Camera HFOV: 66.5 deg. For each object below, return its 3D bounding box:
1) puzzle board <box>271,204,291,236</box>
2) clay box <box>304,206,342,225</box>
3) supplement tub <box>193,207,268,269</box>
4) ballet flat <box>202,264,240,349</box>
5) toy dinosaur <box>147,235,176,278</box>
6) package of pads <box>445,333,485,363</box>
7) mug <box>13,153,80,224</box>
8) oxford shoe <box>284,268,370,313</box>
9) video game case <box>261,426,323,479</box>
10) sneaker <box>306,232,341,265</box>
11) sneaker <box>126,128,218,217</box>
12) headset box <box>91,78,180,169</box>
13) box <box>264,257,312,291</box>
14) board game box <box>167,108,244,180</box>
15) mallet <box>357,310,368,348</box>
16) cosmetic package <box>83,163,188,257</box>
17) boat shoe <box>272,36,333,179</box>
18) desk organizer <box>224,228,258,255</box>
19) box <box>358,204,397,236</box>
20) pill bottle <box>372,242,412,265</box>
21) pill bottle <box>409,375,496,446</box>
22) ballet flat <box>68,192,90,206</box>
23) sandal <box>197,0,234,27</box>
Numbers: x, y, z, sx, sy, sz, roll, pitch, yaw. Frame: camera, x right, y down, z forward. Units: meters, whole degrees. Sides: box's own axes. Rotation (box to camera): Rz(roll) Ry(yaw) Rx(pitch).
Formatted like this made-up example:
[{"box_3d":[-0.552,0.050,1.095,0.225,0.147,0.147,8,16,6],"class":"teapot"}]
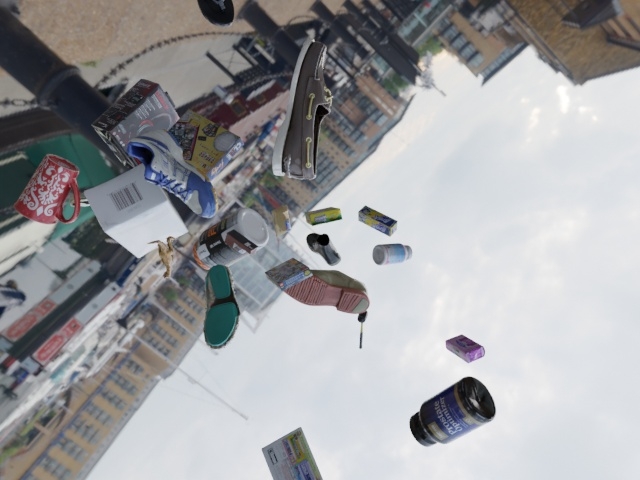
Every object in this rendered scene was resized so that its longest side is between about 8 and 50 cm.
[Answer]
[{"box_3d":[-0.182,-0.092,2.265,0.011,0.128,0.096,8,-154,41],"class":"puzzle board"},{"box_3d":[0.012,-0.101,2.026,0.128,0.053,0.222,-13,-173,-8],"class":"clay box"},{"box_3d":[-0.398,0.003,2.134,0.316,0.193,0.193,-28,-162,29],"class":"supplement tub"},{"box_3d":[-0.230,0.163,1.158,0.077,0.091,0.240,85,-3,-49],"class":"ballet flat"},{"box_3d":[-0.482,0.034,1.521,0.211,0.064,0.112,90,-13,-48],"class":"toy dinosaur"},{"box_3d":[0.327,0.243,1.106,0.050,0.031,0.083,-18,-164,-17],"class":"package of pads"},{"box_3d":[-0.735,-0.137,1.359,0.169,0.150,0.113,-58,-149,8],"class":"mug"},{"box_3d":[0.005,0.179,1.968,0.146,0.398,0.140,-86,-160,-57],"class":"oxford shoe"},{"box_3d":[-0.103,0.834,1.816,0.194,0.212,0.023,-11,161,-45],"class":"video game case"},{"box_3d":[0.000,0.000,1.938,0.083,0.118,0.222,-36,-140,-13],"class":"sneaker"},{"box_3d":[-0.397,-0.163,1.296,0.131,0.296,0.111,-29,162,-47],"class":"sneaker"},{"box_3d":[-0.657,-0.436,1.817,0.293,0.110,0.218,-54,149,-23],"class":"headset box"},{"box_3d":[-0.089,0.090,1.327,0.094,0.027,0.137,-27,-162,-16],"class":"box"},{"box_3d":[-0.392,-0.314,1.585,0.165,0.243,0.042,-51,155,-13],"class":"board game box"},{"box_3d":[0.183,0.387,2.136,0.062,0.039,0.189,-59,153,-54],"class":"mallet"},{"box_3d":[-0.602,-0.088,1.650,0.217,0.156,0.385,-29,172,-13],"class":"cosmetic package"},{"box_3d":[-0.025,-0.294,1.095,0.116,0.097,0.323,64,38,-79],"class":"boat shoe"},{"box_3d":[-0.314,0.015,1.932,0.047,0.130,0.050,-35,154,-52],"class":"desk organizer"},{"box_3d":[0.242,-0.083,2.074,0.054,0.169,0.059,-44,147,-30],"class":"box"},{"box_3d":[0.297,0.055,2.003,0.160,0.087,0.087,-3,161,-34],"class":"pill bottle"},{"box_3d":[0.340,0.458,1.286,0.219,0.123,0.122,-48,-172,35],"class":"pill bottle"},{"box_3d":[-0.836,-0.149,1.803,0.057,0.169,0.052,99,-20,-51],"class":"ballet flat"},{"box_3d":[-0.316,-0.737,1.390,0.097,0.254,0.054,-20,-170,-14],"class":"sandal"}]
